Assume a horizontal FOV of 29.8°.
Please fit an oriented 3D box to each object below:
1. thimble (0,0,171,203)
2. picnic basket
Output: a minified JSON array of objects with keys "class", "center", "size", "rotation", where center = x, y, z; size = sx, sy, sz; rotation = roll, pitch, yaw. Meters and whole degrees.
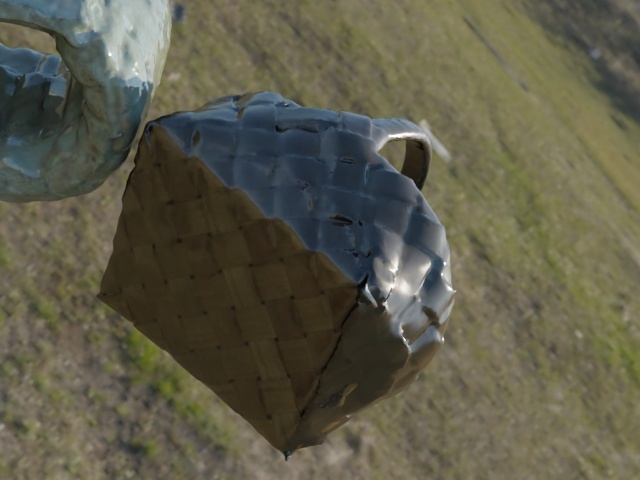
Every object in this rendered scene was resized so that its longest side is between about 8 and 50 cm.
[{"class":"thimble","center":[-0.283,-0.188,1.126],"size":[0.291,0.291,0.195],"rotation":[37,40,-35]},{"class":"picnic basket","center":[0.000,0.000,1.172],"size":[0.337,0.293,0.337],"rotation":[16,34,-11]}]
